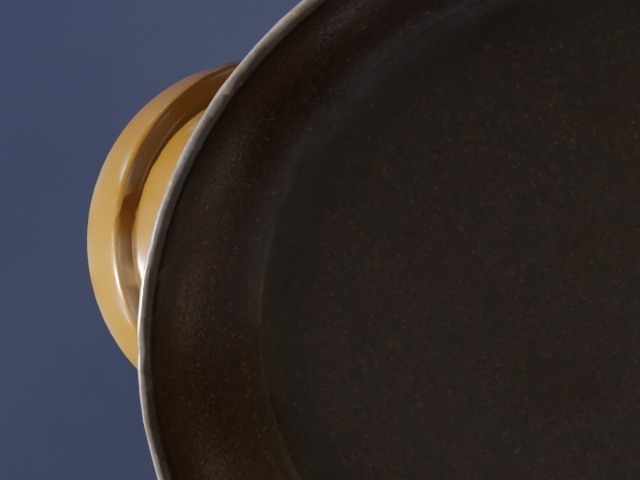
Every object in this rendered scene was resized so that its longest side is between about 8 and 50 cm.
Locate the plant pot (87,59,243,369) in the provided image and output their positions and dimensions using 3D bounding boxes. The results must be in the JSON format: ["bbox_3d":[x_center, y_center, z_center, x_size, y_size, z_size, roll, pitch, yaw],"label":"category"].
[{"bbox_3d":[0.000,0.000,0.902,0.205,0.188,0.205,0,-90,-22],"label":"plant pot"}]

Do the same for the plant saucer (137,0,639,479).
[{"bbox_3d":[0.099,0.042,0.525,0.310,0.311,0.050,13,-157,6],"label":"plant saucer"}]
